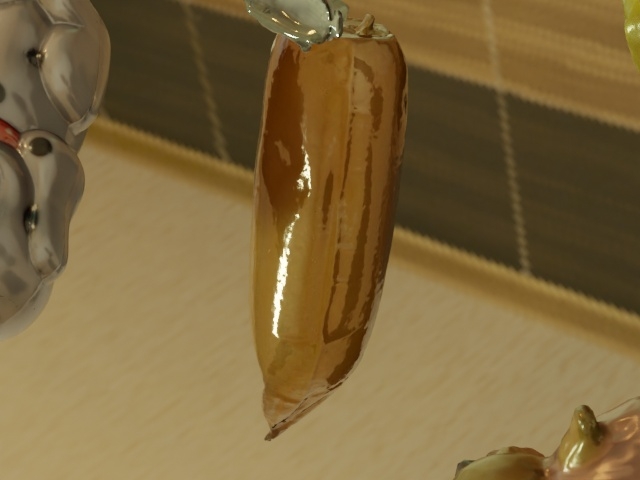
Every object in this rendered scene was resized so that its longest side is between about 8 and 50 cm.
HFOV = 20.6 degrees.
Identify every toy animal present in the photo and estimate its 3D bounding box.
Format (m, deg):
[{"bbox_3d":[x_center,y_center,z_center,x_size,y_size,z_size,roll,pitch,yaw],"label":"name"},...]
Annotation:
[{"bbox_3d":[0.201,0.222,1.386,0.281,0.169,0.195,-17,123,25],"label":"toy animal"}]

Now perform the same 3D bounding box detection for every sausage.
[{"bbox_3d":[-0.002,0.003,1.225,0.112,0.112,0.328,25,117,40],"label":"sausage"}]

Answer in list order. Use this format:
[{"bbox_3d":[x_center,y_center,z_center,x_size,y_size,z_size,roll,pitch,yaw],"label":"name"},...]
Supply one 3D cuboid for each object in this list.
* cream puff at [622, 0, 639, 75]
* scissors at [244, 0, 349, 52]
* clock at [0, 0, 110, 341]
[{"bbox_3d":[0.443,-0.152,1.559,0.378,0.378,0.275,-2,80,54],"label":"cream puff"},{"bbox_3d":[-0.120,-0.147,0.593,0.360,0.029,0.191,36,117,33],"label":"scissors"},{"bbox_3d":[-0.234,-0.043,1.172,0.189,0.189,0.254,104,167,-51],"label":"clock"}]
